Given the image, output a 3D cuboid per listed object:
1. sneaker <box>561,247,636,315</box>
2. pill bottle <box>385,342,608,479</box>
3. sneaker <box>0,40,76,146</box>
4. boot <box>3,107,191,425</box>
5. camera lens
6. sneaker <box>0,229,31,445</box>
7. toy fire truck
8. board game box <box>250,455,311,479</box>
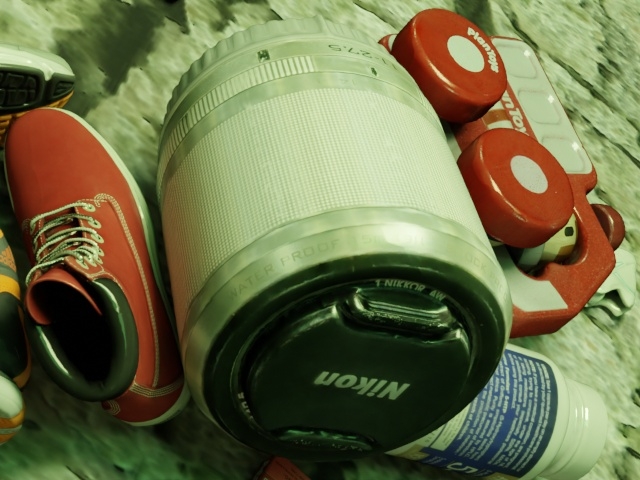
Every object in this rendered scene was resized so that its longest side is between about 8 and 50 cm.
[{"bbox_3d":[0.250,0.027,1.232,0.152,0.054,0.061,20,53,-27],"label":"sneaker"},{"bbox_3d":[0.131,0.133,1.020,0.187,0.112,0.112,19,50,-26],"label":"pill bottle"},{"bbox_3d":[-0.298,-0.138,0.897,0.262,0.099,0.121,0,56,-39],"label":"sneaker"},{"bbox_3d":[-0.165,-0.002,0.840,0.244,0.088,0.176,64,2,17],"label":"boot"},{"bbox_3d":[0.000,0.000,0.907,0.219,0.219,0.274,17,36,-28],"label":"camera lens"},{"bbox_3d":[-0.325,0.014,0.762,0.321,0.124,0.180,24,43,-37],"label":"sneaker"},{"bbox_3d":[0.158,-0.060,1.131,0.254,0.169,0.302,-4,60,-39],"label":"toy fire truck"},{"bbox_3d":[0.037,0.290,0.895,0.281,0.027,0.145,42,45,-6],"label":"board game box"}]
